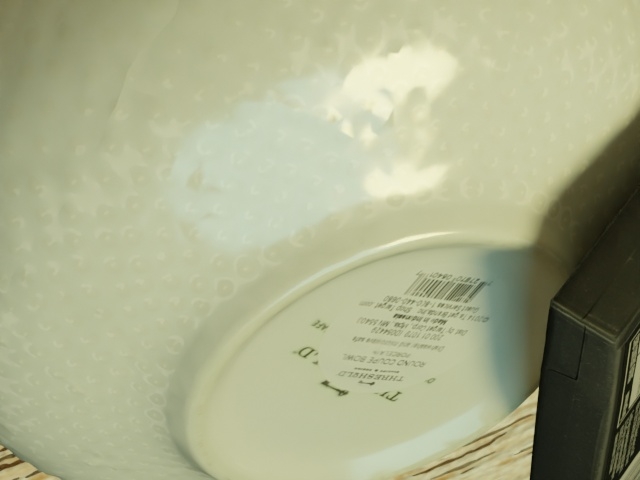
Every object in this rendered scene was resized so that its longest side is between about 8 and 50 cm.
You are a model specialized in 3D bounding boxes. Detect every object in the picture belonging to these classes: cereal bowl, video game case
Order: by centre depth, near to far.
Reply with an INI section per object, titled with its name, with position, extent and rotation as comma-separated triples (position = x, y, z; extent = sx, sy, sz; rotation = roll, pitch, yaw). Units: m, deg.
[cereal bowl]
position = 0.000, 0.000, 0.731
extent = 0.339, 0.141, 0.339
rotation = -15, 143, -12
[video game case]
position = 0.170, 0.007, 0.792
extent = 0.248, 0.035, 0.275
rotation = -50, 158, -21
